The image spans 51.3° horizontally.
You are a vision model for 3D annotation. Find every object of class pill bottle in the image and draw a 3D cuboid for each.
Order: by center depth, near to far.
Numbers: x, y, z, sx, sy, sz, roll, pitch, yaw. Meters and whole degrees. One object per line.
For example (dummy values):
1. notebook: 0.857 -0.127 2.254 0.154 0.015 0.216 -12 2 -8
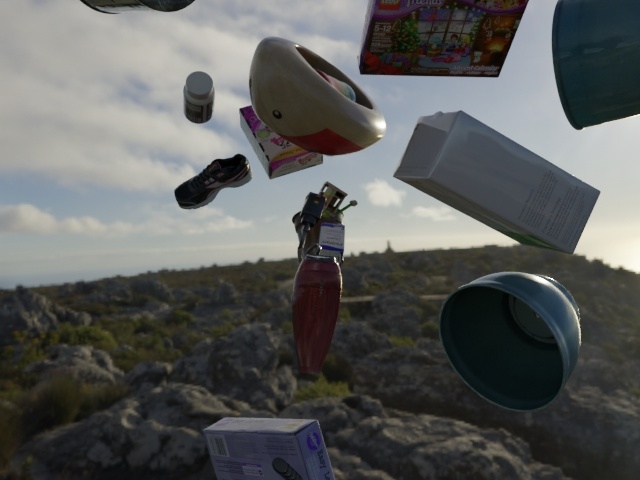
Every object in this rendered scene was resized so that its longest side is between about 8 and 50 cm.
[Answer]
1. pill bottle: -0.300 -0.353 1.646 0.078 0.078 0.137 -3 -18 -13

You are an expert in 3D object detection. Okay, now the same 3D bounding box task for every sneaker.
1. sneaker: -0.228 -0.135 1.393 0.178 0.072 0.077 -32 -21 -17

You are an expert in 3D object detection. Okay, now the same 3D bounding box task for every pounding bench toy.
1. pounding bench toy: 0.029 -0.075 1.407 0.083 0.065 0.052 31 -2 -8

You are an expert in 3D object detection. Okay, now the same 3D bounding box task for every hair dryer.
1. hair dryer: -0.003 0.087 1.135 0.080 0.293 0.223 4 -36 2

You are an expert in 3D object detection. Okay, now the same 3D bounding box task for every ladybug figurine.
1. ladybug figurine: -0.011 -0.306 1.510 0.162 0.305 0.449 -47 -24 19

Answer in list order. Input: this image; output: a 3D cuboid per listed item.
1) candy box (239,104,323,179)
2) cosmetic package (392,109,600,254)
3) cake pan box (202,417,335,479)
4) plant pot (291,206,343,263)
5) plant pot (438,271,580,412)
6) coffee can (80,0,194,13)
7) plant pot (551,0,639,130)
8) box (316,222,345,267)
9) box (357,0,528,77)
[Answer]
1. candy box: -0.109 -0.287 1.819 0.159 0.233 0.071 -20 -34 -16
2. cosmetic package: 0.364 -0.121 1.393 0.366 0.155 0.197 24 0 -15
3. cake pan box: -0.083 0.439 1.178 0.267 0.245 0.070 -15 2 42
4. plant pot: 0.000 0.000 2.094 0.167 0.165 0.167 -6 -22 -2
5. plant pot: 0.428 0.187 1.422 0.196 0.293 0.293 -28 16 -38
6. coffee can: -0.389 -0.577 1.383 0.202 0.201 0.275 -3 16 -40
7. plant pot: 0.616 -0.368 1.286 0.255 0.271 0.272 -4 -1 36
8. box: 0.024 0.039 1.883 0.072 0.126 0.137 8 33 -2
9. box: 0.230 -0.410 1.280 0.293 0.057 0.201 -1 -37 -8
